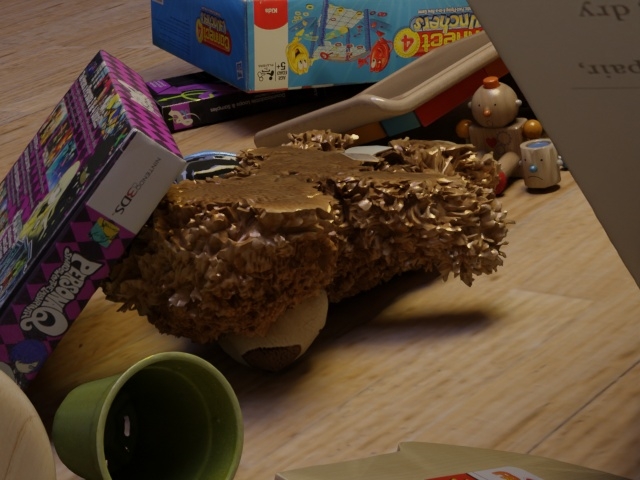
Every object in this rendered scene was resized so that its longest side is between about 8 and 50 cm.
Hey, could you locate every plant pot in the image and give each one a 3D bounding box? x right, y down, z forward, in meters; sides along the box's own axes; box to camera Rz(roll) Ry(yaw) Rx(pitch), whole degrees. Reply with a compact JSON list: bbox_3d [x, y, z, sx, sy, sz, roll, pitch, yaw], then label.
[{"bbox_3d":[-0.095,0.097,0.798,0.083,0.083,0.079,-24,12,-36],"label":"plant pot"}]

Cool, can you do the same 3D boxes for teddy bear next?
[{"bbox_3d":[0.000,0.000,1.011,0.245,0.113,0.338,0,12,6],"label":"teddy bear"}]

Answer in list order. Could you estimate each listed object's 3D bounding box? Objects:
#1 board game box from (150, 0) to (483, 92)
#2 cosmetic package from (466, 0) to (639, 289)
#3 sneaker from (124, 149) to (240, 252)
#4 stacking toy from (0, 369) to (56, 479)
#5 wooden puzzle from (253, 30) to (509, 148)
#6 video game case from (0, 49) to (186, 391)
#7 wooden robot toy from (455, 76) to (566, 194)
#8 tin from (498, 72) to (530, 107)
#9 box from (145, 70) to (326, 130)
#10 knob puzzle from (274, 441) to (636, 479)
[{"bbox_3d":[0.017,-0.224,1.572,0.302,0.086,0.308,-7,17,-21],"label":"board game box"},{"bbox_3d":[0.289,-0.167,0.720,0.327,0.393,0.329,1,65,28],"label":"cosmetic package"},{"bbox_3d":[-0.118,-0.011,1.143,0.188,0.067,0.078,-16,38,-20],"label":"sneaker"},{"bbox_3d":[-0.274,0.110,0.782,0.141,0.141,0.330,-25,18,-39],"label":"stacking toy"},{"bbox_3d":[0.088,-0.127,1.302,0.239,0.044,0.221,-27,8,-27],"label":"wooden puzzle"},{"bbox_3d":[-0.168,-0.002,0.955,0.210,0.042,0.232,-54,20,7],"label":"video game case"},{"bbox_3d":[0.136,-0.082,1.187,0.173,0.079,0.076,2,22,30],"label":"wooden robot toy"},{"bbox_3d":[0.238,-0.147,1.322,0.190,0.040,0.106,-14,-5,25],"label":"tin"},{"bbox_3d":[-0.088,-0.146,1.546,0.162,0.029,0.116,-12,19,-16],"label":"box"},{"bbox_3d":[0.103,0.127,0.631,0.213,0.030,0.213,12,10,-2],"label":"knob puzzle"}]
